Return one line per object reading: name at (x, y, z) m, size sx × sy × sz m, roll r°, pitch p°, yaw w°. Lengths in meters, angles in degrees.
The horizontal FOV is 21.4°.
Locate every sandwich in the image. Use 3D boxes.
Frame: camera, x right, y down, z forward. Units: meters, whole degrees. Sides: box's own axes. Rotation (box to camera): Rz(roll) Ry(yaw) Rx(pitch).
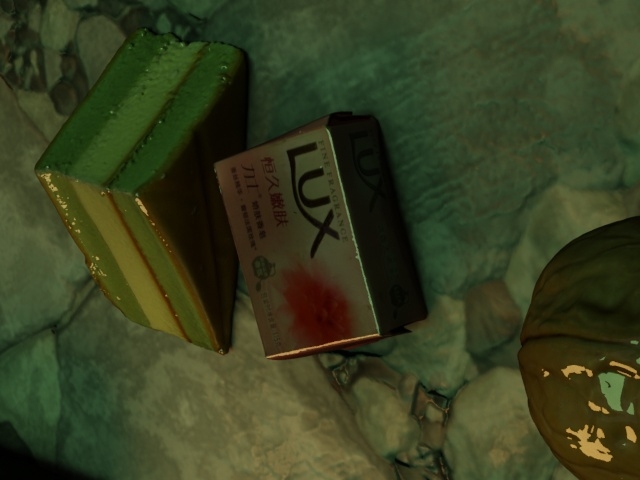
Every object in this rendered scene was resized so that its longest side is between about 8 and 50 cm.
sandwich at (-0.102, -0.034, 1.248) m, size 0.117 × 0.144 × 0.187 m, roll 17°, pitch 146°, yaw 35°

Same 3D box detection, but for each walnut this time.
walnut at (0.203, 0.069, 0.934) m, size 0.207 × 0.167 × 0.167 m, roll 3°, pitch 102°, yaw 41°

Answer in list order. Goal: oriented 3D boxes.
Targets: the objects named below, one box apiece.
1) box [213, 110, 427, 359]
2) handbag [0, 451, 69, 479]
box at (0.000, 0.000, 1.145) m, size 0.111 × 0.060 × 0.156 m, roll -16°, pitch 91°, yaw 39°
handbag at (-0.303, 0.273, 1.376) m, size 0.254 × 0.181 × 0.181 m, roll 10°, pitch 104°, yaw 40°
